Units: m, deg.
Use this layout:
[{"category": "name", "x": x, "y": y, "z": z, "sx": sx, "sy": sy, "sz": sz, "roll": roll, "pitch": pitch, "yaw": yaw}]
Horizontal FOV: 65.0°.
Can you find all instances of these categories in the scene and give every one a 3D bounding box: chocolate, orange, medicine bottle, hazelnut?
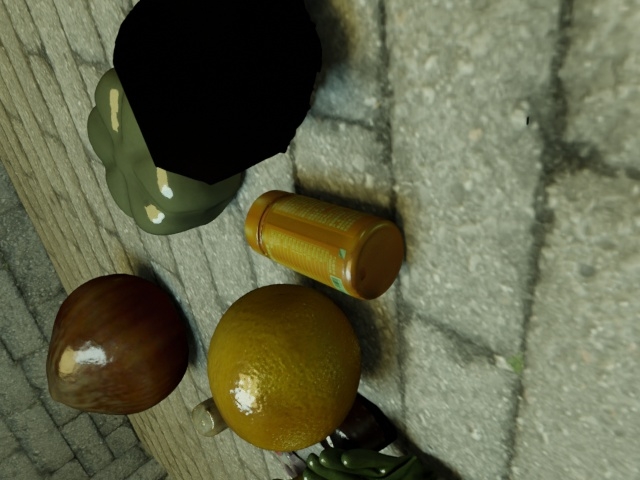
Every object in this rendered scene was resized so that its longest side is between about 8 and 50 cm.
[{"category": "chocolate", "x": 0.042, "y": 0.307, "z": 0.830, "sx": 0.149, "sy": 0.080, "sz": 0.125, "roll": -11, "pitch": 108, "yaw": 56}, {"category": "orange", "x": -0.050, "y": 0.175, "z": 0.711, "sx": 0.236, "sy": 0.236, "sz": 0.236, "roll": 32, "pitch": 139, "yaw": 33}, {"category": "medicine bottle", "x": 0.000, "y": 0.000, "z": 0.616, "sx": 0.192, "sy": 0.096, "sz": 0.096, "roll": 19, "pitch": 131, "yaw": 43}, {"category": "hazelnut", "x": -0.541, "y": 0.282, "z": 1.344, "sx": 0.359, "sy": 0.359, "sz": 0.409, "roll": 39, "pitch": 134, "yaw": 25}, {"category": "chocolate", "x": -0.085, "y": -0.180, "z": 0.574, "sx": 0.224, "sy": 0.206, "sz": 0.177, "roll": 66, "pitch": -169, "yaw": 4}]

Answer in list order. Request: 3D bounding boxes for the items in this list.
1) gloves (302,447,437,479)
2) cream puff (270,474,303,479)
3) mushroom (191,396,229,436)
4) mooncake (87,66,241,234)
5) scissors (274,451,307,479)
[{"category": "gloves", "x": 0.102, "y": 0.374, "z": 0.734, "sx": 0.268, "sy": 0.135, "sz": 0.107, "roll": 12, "pitch": 145, "yaw": 17}, {"category": "cream puff", "x": -0.040, "y": 0.615, "z": 1.059, "sx": 0.324, "sy": 0.291, "sz": 0.257, "roll": 60, "pitch": 179, "yaw": -30}, {"category": "mushroom", "x": -0.117, "y": 0.273, "z": 0.884, "sx": 0.207, "sy": 0.215, "sz": 0.207, "roll": 25, "pitch": 125, "yaw": 41}, {"category": "mooncake", "x": -0.252, "y": -0.137, "z": 0.777, "sx": 0.275, "sy": 0.135, "sz": 0.275, "roll": 23, "pitch": 126, "yaw": 35}, {"category": "scissors", "x": -0.097, "y": 0.489, "z": 1.197, "sx": 0.242, "sy": 0.030, "sz": 0.118, "roll": 56, "pitch": 146, "yaw": -3}]
